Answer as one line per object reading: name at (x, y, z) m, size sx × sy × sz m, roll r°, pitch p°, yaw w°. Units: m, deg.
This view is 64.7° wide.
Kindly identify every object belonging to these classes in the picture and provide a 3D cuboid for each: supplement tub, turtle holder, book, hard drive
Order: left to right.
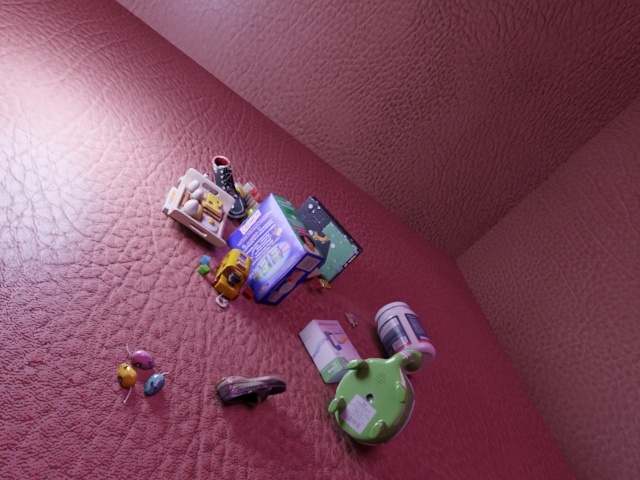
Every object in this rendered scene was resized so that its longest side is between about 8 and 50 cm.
book at (-0.520, -0.126, 1.850) m, size 0.096 × 0.035 × 0.144 m, roll 36°, pitch 24°, yaw -24°
hard drive at (0.000, 0.000, 2.274) m, size 0.339 × 0.237 × 0.064 m, roll 48°, pitch 21°, yaw 13°
turtle holder at (0.188, 0.490, 1.621) m, size 0.227 × 0.243 × 0.321 m, roll 49°, pitch 47°, yaw -52°
supplement tub at (0.362, 0.422, 2.194) m, size 0.191 × 0.191 × 0.272 m, roll 28°, pitch 26°, yaw -36°

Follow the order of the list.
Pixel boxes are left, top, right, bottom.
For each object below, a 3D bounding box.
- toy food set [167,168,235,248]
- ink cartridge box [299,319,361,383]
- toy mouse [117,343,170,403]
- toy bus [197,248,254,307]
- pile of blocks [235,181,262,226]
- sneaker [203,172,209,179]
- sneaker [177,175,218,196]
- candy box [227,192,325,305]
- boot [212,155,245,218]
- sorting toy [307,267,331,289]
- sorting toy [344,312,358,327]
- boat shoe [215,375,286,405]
toy food set at (-0.422, -0.126, 1.864) m, size 0.219 × 0.092 × 0.306 m, roll 37°, pitch 28°, yaw -24°
ink cartridge box at (0.040, 0.392, 1.803) m, size 0.154 × 0.093 × 0.212 m, roll 15°, pitch 33°, yaw -51°
toy mouse at (-0.413, 0.312, 1.208) m, size 0.143 × 0.031 × 0.161 m, roll 20°, pitch 31°, yaw -47°
toy bus at (-0.292, 0.113, 1.707) m, size 0.202 × 0.104 × 0.191 m, roll 53°, pitch 23°, yaw 24°
pile of blocks at (-0.307, -0.158, 2.188) m, size 0.148 × 0.113 × 0.362 m, roll 21°, pitch 30°, yaw -46°
sneaker at (-0.494, -0.266, 2.155) m, size 0.032 × 0.037 × 0.083 m, roll 38°, pitch 23°, yaw -20°
sneaker at (-0.479, -0.199, 2.013) m, size 0.188 × 0.066 × 0.071 m, roll 22°, pitch 29°, yaw -45°
candy box at (-0.170, 0.031, 1.857) m, size 0.122 × 0.268 × 0.317 m, roll 22°, pitch 29°, yaw -51°
boot at (-0.380, -0.218, 2.070) m, size 0.085 × 0.179 × 0.236 m, roll -19°, pitch 49°, yaw -20°
sorting toy at (-0.069, 0.123, 2.179) m, size 0.274 × 0.046 × 0.132 m, roll 49°, pitch 21°, yaw 14°
sorting toy at (0.141, 0.348, 2.183) m, size 0.062 × 0.012 × 0.083 m, roll 25°, pitch 28°, yaw -42°
boat shoe at (-0.182, 0.416, 1.378) m, size 0.223 × 0.080 × 0.073 m, roll 16°, pitch 39°, yaw -42°
